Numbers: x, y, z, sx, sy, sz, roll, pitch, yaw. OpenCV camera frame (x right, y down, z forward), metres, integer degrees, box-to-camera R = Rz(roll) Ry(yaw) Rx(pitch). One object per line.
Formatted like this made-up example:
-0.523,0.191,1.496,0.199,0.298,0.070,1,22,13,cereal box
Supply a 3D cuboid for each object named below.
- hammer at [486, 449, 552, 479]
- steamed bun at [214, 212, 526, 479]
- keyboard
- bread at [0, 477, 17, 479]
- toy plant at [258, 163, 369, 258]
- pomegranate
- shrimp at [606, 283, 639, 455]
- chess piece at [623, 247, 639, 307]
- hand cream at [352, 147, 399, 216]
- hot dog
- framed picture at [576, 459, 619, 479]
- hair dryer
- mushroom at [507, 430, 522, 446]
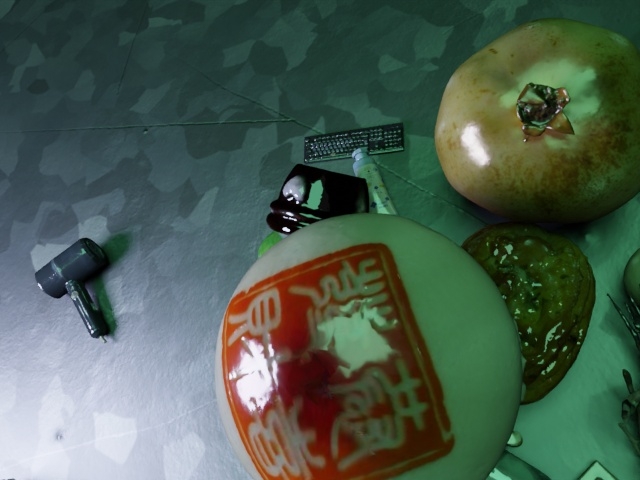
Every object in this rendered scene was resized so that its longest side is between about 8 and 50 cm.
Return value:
0.211,0.368,0.661,0.116,0.069,0.193,27,82,25,hammer
0.037,0.150,0.592,0.375,0.241,0.374,-1,88,22,steamed bun
0.062,-0.189,0.990,0.198,0.010,0.063,-5,67,16,keyboard
-0.455,0.516,0.787,0.337,0.102,0.183,15,72,24,bread
0.000,0.000,0.848,0.218,0.175,0.235,18,101,31,toy plant
0.317,-0.163,0.723,0.319,0.319,0.319,-7,65,15,pomegranate
0.434,0.218,0.623,0.145,0.116,0.342,-15,68,8,shrimp
0.538,-0.018,0.683,0.299,0.167,0.167,-45,61,0,chess piece
0.095,-0.090,0.915,0.065,0.043,0.170,-19,64,9,hand cream
0.276,0.086,0.724,0.196,0.122,0.272,21,71,27,hot dog
0.325,0.452,0.611,0.289,0.020,0.211,-44,61,-4,framed picture
-0.461,0.108,0.999,0.124,0.071,0.219,-36,67,0,hair dryer
0.246,0.250,0.726,0.049,0.019,0.101,-35,61,-2,mushroom
